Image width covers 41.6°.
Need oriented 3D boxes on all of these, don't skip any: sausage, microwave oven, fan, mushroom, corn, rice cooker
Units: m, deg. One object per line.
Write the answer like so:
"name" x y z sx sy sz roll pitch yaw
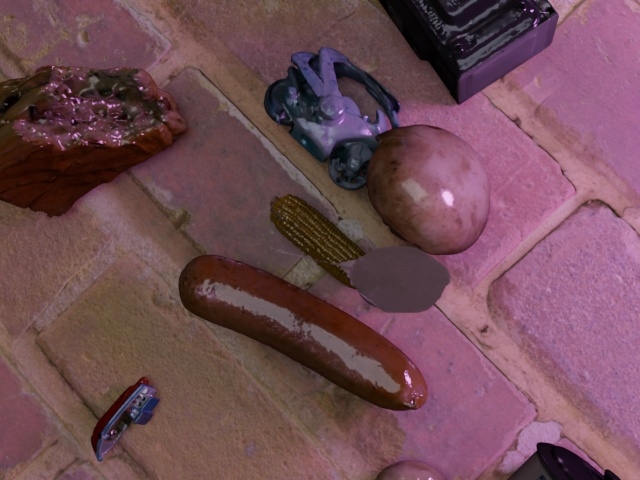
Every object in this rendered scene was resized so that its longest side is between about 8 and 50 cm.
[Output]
"sausage" -0.030 0.159 1.516 0.501 0.136 0.123 26 115 10
"microwave oven" 0.253 -0.437 1.514 0.237 0.181 0.295 -33 79 4
"fan" 0.072 0.052 1.486 0.310 0.182 0.010 15 45 -6
"mushroom" 0.186 -0.093 1.476 0.255 0.184 0.255 10 59 -18
"corn" 0.000 0.000 1.558 0.238 0.080 0.080 41 91 8
"rice cooker" 0.394 0.456 1.347 0.241 0.280 0.227 37 101 -20

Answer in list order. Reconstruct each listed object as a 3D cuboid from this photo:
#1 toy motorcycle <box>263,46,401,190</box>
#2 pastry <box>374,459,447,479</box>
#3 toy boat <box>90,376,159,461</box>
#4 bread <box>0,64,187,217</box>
"toy motorcycle" 0.032 -0.232 1.555 0.260 0.154 0.206 44 69 5
"pastry" 0.157 0.464 1.468 0.156 0.092 0.156 0 88 4
"toy boat" -0.370 0.339 1.586 0.059 0.069 0.173 40 86 20
"bread" -0.471 -0.216 1.561 0.370 0.314 0.191 -30 70 10
